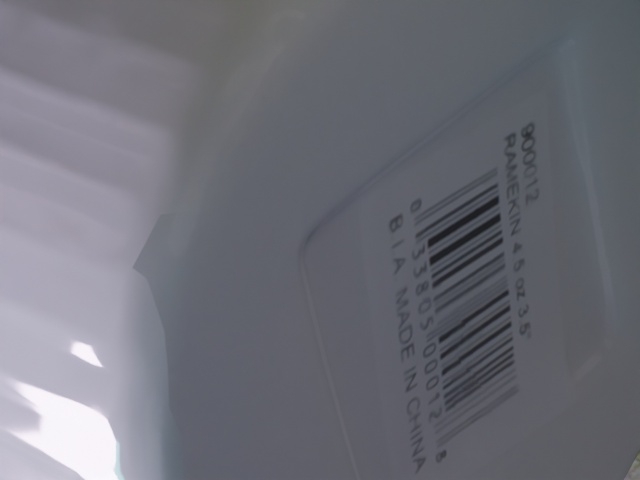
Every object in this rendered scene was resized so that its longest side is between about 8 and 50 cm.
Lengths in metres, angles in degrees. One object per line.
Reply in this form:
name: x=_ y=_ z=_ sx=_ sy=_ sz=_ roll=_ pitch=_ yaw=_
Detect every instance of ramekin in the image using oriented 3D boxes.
ramekin: x=0.000 y=0.000 z=0.491 sx=0.135 sy=0.277 sz=0.277 roll=21 pitch=172 yaw=42
